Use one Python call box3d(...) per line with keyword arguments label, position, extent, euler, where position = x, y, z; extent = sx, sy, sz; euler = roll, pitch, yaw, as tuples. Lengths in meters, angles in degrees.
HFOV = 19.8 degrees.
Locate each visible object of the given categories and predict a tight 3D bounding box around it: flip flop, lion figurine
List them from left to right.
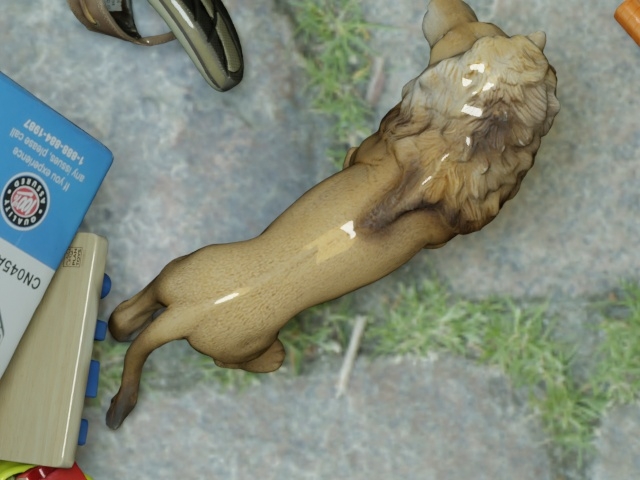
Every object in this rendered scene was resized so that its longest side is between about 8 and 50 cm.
box3d(label="flip flop", position=(-0.168, -0.205, 1.374), extent=(0.277, 0.112, 0.080), euler=(40, 106, -3))
box3d(label="lion figurine", position=(0.000, 0.000, 1.292), extent=(0.392, 0.240, 0.142), euler=(-42, 89, -9))

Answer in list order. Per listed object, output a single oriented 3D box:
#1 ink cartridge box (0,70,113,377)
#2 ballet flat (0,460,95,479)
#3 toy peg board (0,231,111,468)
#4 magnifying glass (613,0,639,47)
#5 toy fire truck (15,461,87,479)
box3d(label="ink cartridge box", position=(-0.347, 0.043, 1.159), extent=(0.166, 0.285, 0.395), euler=(20, 80, 36))
box3d(label="ballet flat", position=(-0.144, 0.225, 1.328), extent=(0.231, 0.077, 0.077), euler=(30, 82, -3))
box3d(label="toy peg board", position=(-0.211, 0.077, 1.308), extent=(0.160, 0.079, 0.161), euler=(3, 80, 31))
box3d(label="magnifying glass", position=(0.312, -0.099, 1.427), extent=(0.026, 0.092, 0.231), euler=(-39, 78, -7))
box3d(label="toy fire truck", position=(-0.224, 0.249, 1.285), extent=(0.192, 0.047, 0.135), euler=(-29, 94, 20))
